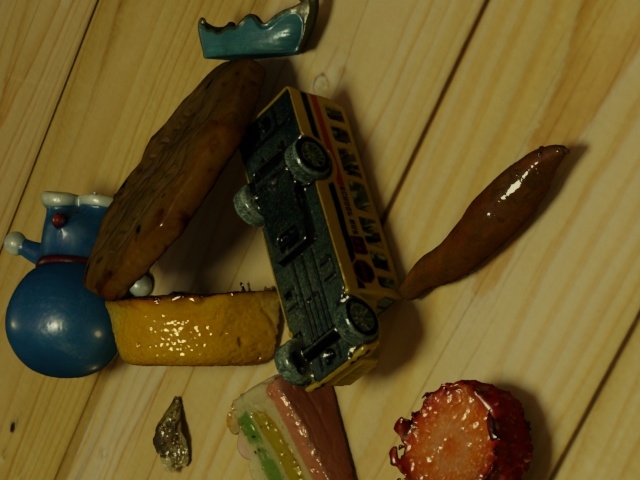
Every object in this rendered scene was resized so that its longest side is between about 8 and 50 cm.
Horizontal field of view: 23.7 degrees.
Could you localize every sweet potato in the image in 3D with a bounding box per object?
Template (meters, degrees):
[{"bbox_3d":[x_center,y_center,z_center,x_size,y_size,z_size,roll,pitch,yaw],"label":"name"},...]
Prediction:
[{"bbox_3d":[0.162,-0.012,1.544,0.264,0.057,0.057,-47,50,35],"label":"sweet potato"}]

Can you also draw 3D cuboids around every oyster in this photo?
[{"bbox_3d":[-0.190,0.245,1.924,0.051,0.034,0.093,-36,52,31],"label":"oyster"}]

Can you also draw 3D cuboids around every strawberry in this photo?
[{"bbox_3d":[0.145,0.205,1.494,0.145,0.086,0.145,-11,75,46],"label":"strawberry"}]

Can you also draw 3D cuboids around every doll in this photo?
[{"bbox_3d":[-0.330,0.058,2.034,0.215,0.161,0.257,3,69,19],"label":"doll"}]

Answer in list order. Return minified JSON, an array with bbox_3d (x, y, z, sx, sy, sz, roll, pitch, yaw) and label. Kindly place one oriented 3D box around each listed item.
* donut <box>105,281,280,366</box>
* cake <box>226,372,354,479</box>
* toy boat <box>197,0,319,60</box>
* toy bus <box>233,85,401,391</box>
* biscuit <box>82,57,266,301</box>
[{"bbox_3d":[-0.177,0.101,1.844,0.259,0.152,0.101,-2,88,52],"label":"donut"},{"bbox_3d":[-0.028,0.253,1.690,0.109,0.090,0.225,-35,58,36],"label":"cake"},{"bbox_3d":[-0.071,-0.261,1.851,0.185,0.075,0.077,2,92,47],"label":"toy boat"},{"bbox_3d":[0.000,0.000,1.677,0.121,0.123,0.335,-40,54,37],"label":"toy bus"},{"bbox_3d":[-0.183,-0.077,1.847,0.359,0.046,0.359,-50,18,23],"label":"biscuit"}]
